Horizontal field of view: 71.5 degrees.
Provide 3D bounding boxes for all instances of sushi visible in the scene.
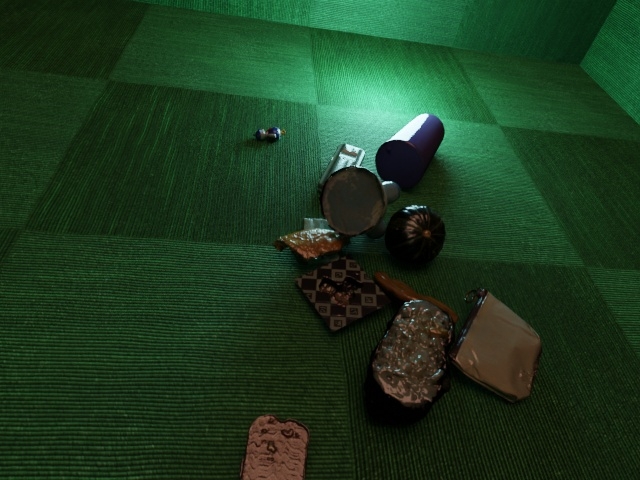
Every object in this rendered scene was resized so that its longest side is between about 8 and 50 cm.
[{"bbox_3d":[0.066,0.171,1.405,0.219,0.047,0.231,-22,50,-24],"label":"sushi"},{"bbox_3d":[0.243,0.327,1.206,0.210,0.171,0.350,19,47,9],"label":"sushi"}]

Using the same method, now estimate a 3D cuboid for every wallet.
[{"bbox_3d":[0.530,0.313,1.335,0.274,0.068,0.335,35,49,9],"label":"wallet"}]

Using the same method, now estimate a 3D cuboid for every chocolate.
[{"bbox_3d":[-0.107,0.515,1.000,0.148,0.093,0.214,12,46,-3],"label":"chocolate"}]

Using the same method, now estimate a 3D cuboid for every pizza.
[{"bbox_3d":[-0.019,0.012,1.477,0.270,0.056,0.134,-11,48,-28],"label":"pizza"}]

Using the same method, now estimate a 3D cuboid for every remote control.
[{"bbox_3d":[0.093,-0.300,1.852,0.127,0.066,0.336,17,45,7],"label":"remote control"}]

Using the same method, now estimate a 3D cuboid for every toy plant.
[{"bbox_3d":[0.159,-0.127,1.570,0.247,0.247,0.332,33,13,19],"label":"toy plant"}]

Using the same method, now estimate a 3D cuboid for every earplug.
[{"bbox_3d":[0.420,-0.420,1.957,0.215,0.215,0.456,27,43,14],"label":"earplug"}]

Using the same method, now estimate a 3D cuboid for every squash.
[{"bbox_3d":[0.328,-0.019,1.550,0.218,0.219,0.172,-18,14,-27],"label":"squash"}]

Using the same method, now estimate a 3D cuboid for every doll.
[{"bbox_3d":[-0.226,-0.468,1.953,0.142,0.058,0.099,-7,27,-11],"label":"doll"}]

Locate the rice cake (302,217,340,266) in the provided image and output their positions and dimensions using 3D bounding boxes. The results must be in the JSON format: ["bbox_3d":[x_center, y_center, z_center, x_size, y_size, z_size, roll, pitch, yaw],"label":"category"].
[{"bbox_3d":[0.000,0.000,1.559,0.124,0.038,0.211,5,46,-8],"label":"rice cake"}]

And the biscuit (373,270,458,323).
[{"bbox_3d":[0.295,0.178,1.403,0.299,0.045,0.154,28,10,15],"label":"biscuit"}]
